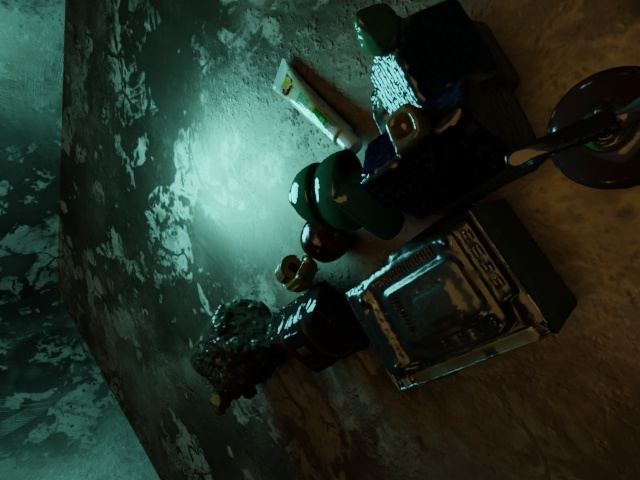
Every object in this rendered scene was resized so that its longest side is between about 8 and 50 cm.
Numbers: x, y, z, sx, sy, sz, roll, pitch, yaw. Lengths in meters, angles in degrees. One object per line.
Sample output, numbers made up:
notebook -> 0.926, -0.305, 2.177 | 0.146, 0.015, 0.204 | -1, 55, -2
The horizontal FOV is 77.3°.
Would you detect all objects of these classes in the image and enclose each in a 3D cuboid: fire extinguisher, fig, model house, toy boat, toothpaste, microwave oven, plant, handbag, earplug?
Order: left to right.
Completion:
plant -> -0.243, 0.339, 1.143 | 0.213, 0.215, 0.312 | 42, 128, 24
toy boat -> -0.065, 0.082, 0.964 | 0.088, 0.068, 0.226 | 28, 162, -6
toothpaste -> -0.014, -0.300, 0.904 | 0.058, 0.056, 0.314 | -39, 63, -2
fig -> 0.000, 0.000, 0.927 | 0.109, 0.103, 0.155 | 62, 160, -2
handbag -> 0.002, 0.206, 0.924 | 0.169, 0.155, 0.215 | 35, 134, -17
earplug -> 0.039, -0.074, 0.767 | 0.280, 0.257, 0.164 | -1, 123, 36
model house -> 0.160, -0.198, 0.617 | 0.243, 0.284, 0.298 | -33, 77, 37
microwave oven -> 0.220, 0.101, 0.690 | 0.295, 0.181, 0.237 | -41, 73, 40
fire extinguisher -> 0.325, -0.113, 0.438 | 0.135, 0.337, 0.114 | -27, 79, 44
